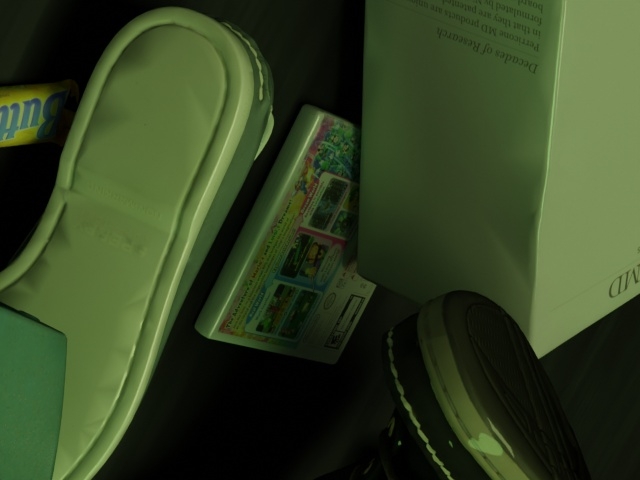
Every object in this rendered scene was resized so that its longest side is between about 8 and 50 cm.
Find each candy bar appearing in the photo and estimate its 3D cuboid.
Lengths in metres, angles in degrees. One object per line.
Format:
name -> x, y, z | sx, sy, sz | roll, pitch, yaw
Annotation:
candy bar -> -0.185, -0.058, 0.939 | 0.161, 0.018, 0.040 | -11, 123, -46

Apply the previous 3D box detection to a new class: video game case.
video game case -> 0.000, 0.000, 1.206 | 0.143, 0.019, 0.157 | 17, 102, -54

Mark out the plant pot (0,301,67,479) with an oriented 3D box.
plant pot -> -0.232, 0.120, 0.892 | 0.165, 0.166, 0.234 | 31, 84, -55

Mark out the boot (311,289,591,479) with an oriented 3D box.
boot -> 0.016, 0.169, 1.124 | 0.284, 0.138, 0.377 | -19, 156, 9

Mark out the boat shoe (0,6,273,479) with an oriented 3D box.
boat shoe -> -0.115, 0.027, 1.004 | 0.319, 0.116, 0.099 | -62, 166, 10

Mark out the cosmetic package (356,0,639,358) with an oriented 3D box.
cosmetic package -> 0.147, -0.147, 1.144 | 0.217, 0.156, 0.385 | -29, 131, -38
